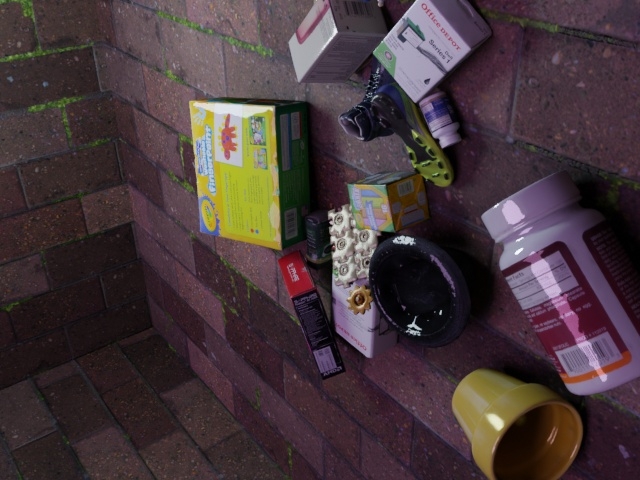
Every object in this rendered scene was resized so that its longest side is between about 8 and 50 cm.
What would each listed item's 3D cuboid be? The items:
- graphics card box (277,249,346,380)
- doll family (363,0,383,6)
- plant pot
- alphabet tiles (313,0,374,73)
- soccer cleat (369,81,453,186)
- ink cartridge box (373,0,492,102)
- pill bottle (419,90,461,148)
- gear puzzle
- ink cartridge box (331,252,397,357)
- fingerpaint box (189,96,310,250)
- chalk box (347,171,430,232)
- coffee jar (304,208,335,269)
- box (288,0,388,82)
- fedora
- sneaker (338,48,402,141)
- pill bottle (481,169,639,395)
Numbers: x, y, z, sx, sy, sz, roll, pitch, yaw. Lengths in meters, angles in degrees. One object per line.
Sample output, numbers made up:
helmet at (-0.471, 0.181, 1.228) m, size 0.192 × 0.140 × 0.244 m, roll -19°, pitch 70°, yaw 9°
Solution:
graphics card box at (-0.029, 0.245, 2.184) m, size 0.233 × 0.094 × 0.371 m, roll -117°, pitch 6°, yaw -57°
doll family at (0.154, -0.659, 1.479) m, size 0.163 × 0.118 × 0.262 m, roll -143°, pitch 42°, yaw -74°
plant pot at (0.445, 0.429, 1.594) m, size 0.239 × 0.254 × 0.254 m, roll -137°, pitch 36°, yaw -61°
alphabet tiles at (0.074, -0.569, 1.753) m, size 0.198 × 0.009 × 0.237 m, roll -23°, pitch 89°, yaw 59°
soccer cleat at (0.239, -0.259, 1.612) m, size 0.289 × 0.121 × 0.093 m, roll 50°, pitch 143°, yaw -9°
ink cartridge box at (0.241, -0.434, 1.466) m, size 0.160 × 0.092 × 0.219 m, roll 49°, pitch 148°, yaw 0°
pill bottle at (0.282, -0.279, 1.553) m, size 0.067 × 0.067 × 0.120 m, roll -26°, pitch 87°, yaw 59°
gear puzzle at (0.113, 0.047, 1.896) m, size 0.175 × 0.044 × 0.338 m, roll -20°, pitch 63°, yaw 32°
ink cartridge box at (0.135, 0.184, 2.019) m, size 0.198 × 0.115 × 0.272 m, roll 35°, pitch 136°, yaw 43°
fingerpaint box at (-0.223, -0.227, 2.150) m, size 0.371 × 0.163 × 0.444 m, roll 11°, pitch 112°, yaw 36°
chalk box at (0.165, -0.105, 1.780) m, size 0.213 × 0.132 × 0.132 m, roll 8°, pitch 115°, yaw 56°
coffee jar at (0.000, 0.000, 2.131) m, size 0.079 × 0.096 × 0.184 m, roll 26°, pitch 129°, yaw 38°
box at (0.039, -0.507, 1.675) m, size 0.232 × 0.149 × 0.126 m, roll -35°, pitch 66°, yaw 58°
fedora at (0.280, 0.112, 1.711) m, size 0.334 × 0.153 × 0.334 m, roll 29°, pitch 129°, yaw 42°
sneaker at (0.121, -0.358, 1.663) m, size 0.086 × 0.163 × 0.226 m, roll 20°, pitch 123°, yaw 53°
pill bottle at (0.490, 0.078, 1.302) m, size 0.392 × 0.224 × 0.224 m, roll 63°, pitch 149°, yaw 9°
